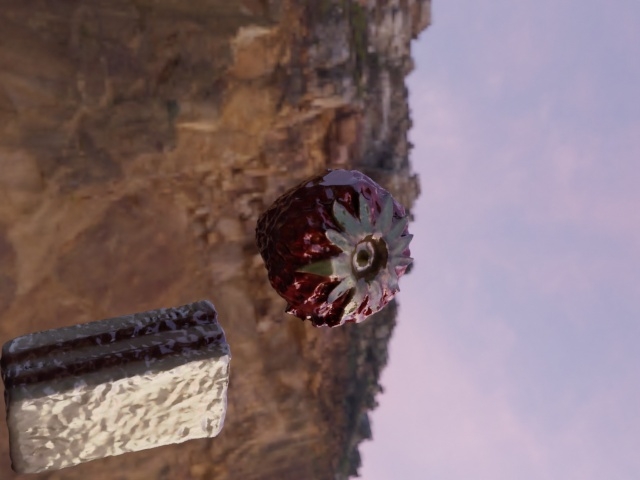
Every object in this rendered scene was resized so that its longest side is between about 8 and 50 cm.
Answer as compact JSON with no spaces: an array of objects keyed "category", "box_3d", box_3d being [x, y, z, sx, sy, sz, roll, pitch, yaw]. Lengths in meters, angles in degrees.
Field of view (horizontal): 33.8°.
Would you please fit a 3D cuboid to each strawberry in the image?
[{"category":"strawberry","box_3d":[0.000,0.000,1.379,0.244,0.205,0.205,17,-69,58]}]

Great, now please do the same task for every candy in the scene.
[{"category":"candy","box_3d":[-0.295,0.210,1.515,0.135,0.320,0.179,-116,-158,-47]}]
